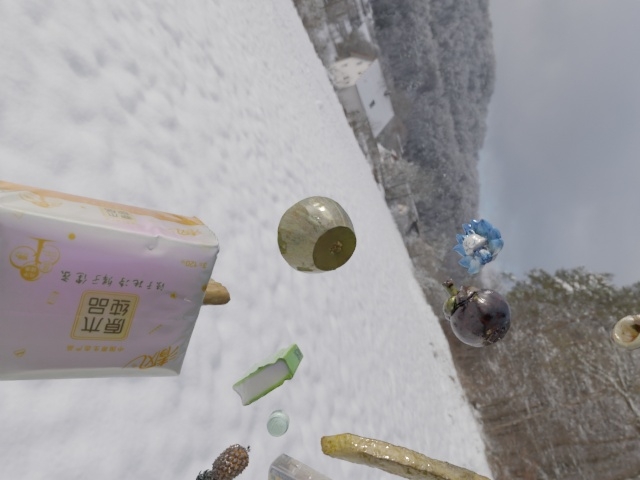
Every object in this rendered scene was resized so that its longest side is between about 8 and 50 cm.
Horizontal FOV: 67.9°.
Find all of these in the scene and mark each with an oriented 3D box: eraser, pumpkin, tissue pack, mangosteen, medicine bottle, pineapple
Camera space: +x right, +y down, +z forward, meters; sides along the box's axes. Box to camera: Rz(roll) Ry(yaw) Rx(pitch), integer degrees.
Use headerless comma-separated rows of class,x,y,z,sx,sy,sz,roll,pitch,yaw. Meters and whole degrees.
eraser,-0.176,0.463,1.682,0.092,0.210,0.274,59,2,5
pumpkin,0.007,-0.003,1.252,0.110,0.217,0.217,27,-37,58
tissue pack,-0.254,0.050,0.535,0.225,0.184,0.124,12,15,-39
mangosteen,0.413,0.196,1.268,0.184,0.173,0.172,29,-35,58
medicine bottle,-0.089,0.385,1.000,0.083,0.047,0.047,102,-24,-78
pineapple,-0.289,0.673,1.367,0.103,0.221,0.083,29,-36,42

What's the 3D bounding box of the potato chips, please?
potato chips,0.197,0.490,1.027,0.057,0.407,0.080,-69,174,-51

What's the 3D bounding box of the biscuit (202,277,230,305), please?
biscuit,-0.541,0.101,1.319,0.446,0.429,0.103,4,99,-37

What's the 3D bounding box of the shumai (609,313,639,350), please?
shumai,0.572,0.196,0.675,0.314,0.267,0.262,36,7,-36

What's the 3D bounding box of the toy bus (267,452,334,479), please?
toy bus,-0.058,0.825,1.618,0.092,0.268,0.106,-25,121,-52

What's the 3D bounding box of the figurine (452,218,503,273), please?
figurine,0.317,0.002,0.970,0.114,0.079,0.114,12,-76,58
